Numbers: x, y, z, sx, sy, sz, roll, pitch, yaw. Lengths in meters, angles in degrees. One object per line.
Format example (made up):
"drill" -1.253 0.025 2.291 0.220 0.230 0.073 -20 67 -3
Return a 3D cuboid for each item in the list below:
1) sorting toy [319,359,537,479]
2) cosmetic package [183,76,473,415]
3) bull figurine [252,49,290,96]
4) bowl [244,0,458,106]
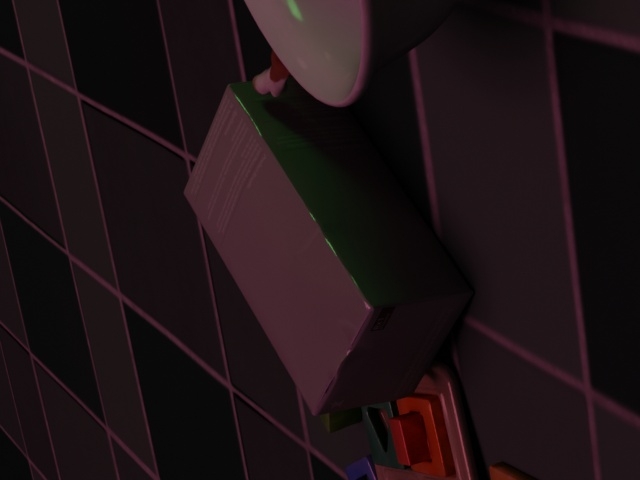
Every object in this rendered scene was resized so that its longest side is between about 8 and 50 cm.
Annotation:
"sorting toy" 0.072 0.187 1.445 0.347 0.047 0.196 -6 101 67
"cosmetic package" 0.000 0.000 1.372 0.238 0.107 0.127 57 138 28
"bull figurine" -0.055 -0.261 1.332 0.188 0.101 0.310 103 145 -59
"bowl" 0.020 -0.240 1.095 0.298 0.134 0.298 159 90 -77
